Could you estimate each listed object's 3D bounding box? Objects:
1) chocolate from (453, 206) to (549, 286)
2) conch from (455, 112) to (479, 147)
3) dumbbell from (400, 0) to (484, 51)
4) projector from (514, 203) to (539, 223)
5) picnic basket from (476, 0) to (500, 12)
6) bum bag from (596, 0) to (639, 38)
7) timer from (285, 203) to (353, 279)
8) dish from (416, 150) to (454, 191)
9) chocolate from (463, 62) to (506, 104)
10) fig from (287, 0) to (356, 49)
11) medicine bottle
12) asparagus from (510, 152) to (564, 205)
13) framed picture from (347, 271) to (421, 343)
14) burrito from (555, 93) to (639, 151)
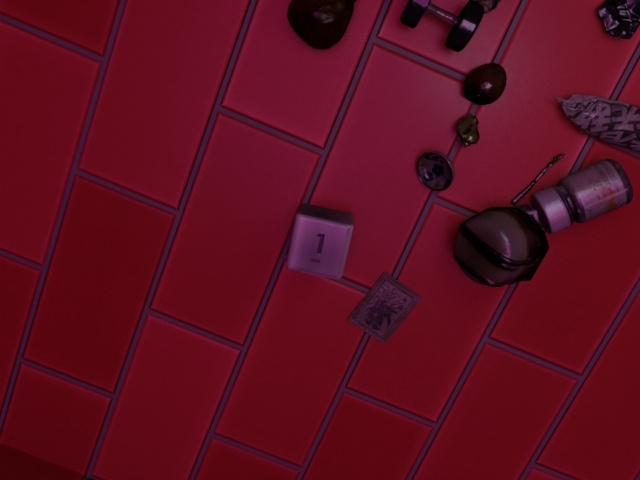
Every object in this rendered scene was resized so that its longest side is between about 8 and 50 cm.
[{"bbox_3d":[0.566,0.037,1.840,0.283,0.186,0.284,18,119,36],"label":"chocolate"},{"bbox_3d":[0.484,-0.361,1.850,0.089,0.074,0.121,20,84,-36],"label":"conch"},{"bbox_3d":[0.371,-0.694,1.730,0.218,0.152,0.152,27,105,-4],"label":"dumbbell"},{"bbox_3d":[0.695,-0.039,1.904,0.061,0.115,0.147,-10,103,9],"label":"projector"},{"bbox_3d":[0.519,-0.741,1.744,0.072,0.083,0.072,1,106,4],"label":"picnic basket"},{"bbox_3d":[0.978,-0.765,1.718,0.137,0.074,0.310,39,97,6],"label":"bum bag"},{"bbox_3d":[0.000,0.000,1.913,0.194,0.192,0.195,11,105,0],"label":"timer"},{"bbox_3d":[0.401,-0.244,1.892,0.141,0.078,0.141,27,134,31],"label":"dish"},{"bbox_3d":[0.532,-0.507,1.806,0.124,0.127,0.133,22,93,-34],"label":"chocolate"},{"bbox_3d":[0.035,-0.734,1.731,0.190,0.190,0.290,42,104,-8],"label":"fig"},{"bbox_3d":[0.850,-0.140,1.843,0.273,0.165,0.165,-26,102,9],"label":"medicine bottle"},{"bbox_3d":[0.734,-0.208,1.905,0.233,0.022,0.023,-49,53,15],"label":"asparagus"},{"bbox_3d":[0.233,0.247,2.058,0.173,0.010,0.231,34,104,-6],"label":"framed picture"},{"bbox_3d":[0.951,-0.376,1.809,0.445,0.101,0.139,15,116,-3],"label":"burrito"}]
